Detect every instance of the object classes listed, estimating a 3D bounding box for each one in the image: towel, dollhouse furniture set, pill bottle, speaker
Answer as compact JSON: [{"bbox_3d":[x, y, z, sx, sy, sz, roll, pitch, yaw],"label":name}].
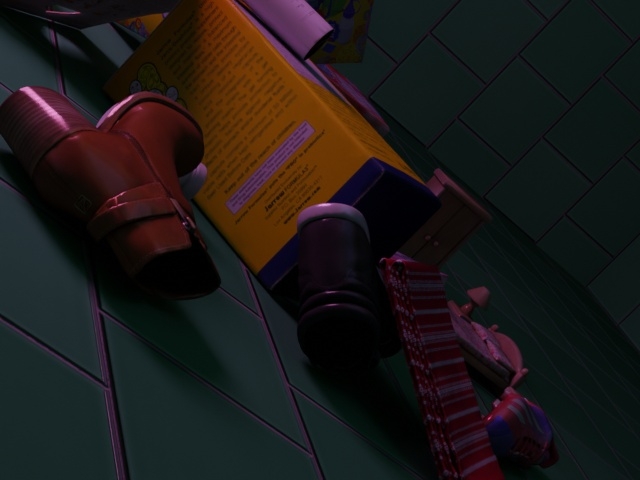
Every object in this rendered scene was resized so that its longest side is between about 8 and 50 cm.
[{"bbox_3d":[0.140,0.152,1.556,0.199,0.031,0.274,12,61,-71],"label":"towel"},{"bbox_3d":[0.196,0.052,2.057,0.303,0.174,0.355,37,13,-31],"label":"dollhouse furniture set"},{"bbox_3d":[-0.181,-0.092,1.517,0.120,0.067,0.067,36,13,-33],"label":"pill bottle"},{"bbox_3d":[-0.048,-0.283,1.714,0.136,0.055,0.055,44,11,3],"label":"speaker"}]

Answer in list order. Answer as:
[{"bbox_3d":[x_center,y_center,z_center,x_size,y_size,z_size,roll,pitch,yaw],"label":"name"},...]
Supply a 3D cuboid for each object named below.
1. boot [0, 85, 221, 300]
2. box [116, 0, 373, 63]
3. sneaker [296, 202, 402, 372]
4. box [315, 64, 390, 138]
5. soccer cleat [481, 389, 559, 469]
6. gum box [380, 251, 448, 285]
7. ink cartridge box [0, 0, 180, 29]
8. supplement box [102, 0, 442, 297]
[{"bbox_3d":[-0.151,-0.042,1.322,0.220,0.109,0.283,47,13,22],"label":"boot"},{"bbox_3d":[-0.118,-0.378,2.060,0.290,0.177,0.279,-7,27,-38],"label":"box"},{"bbox_3d":[0.033,0.097,1.546,0.295,0.105,0.146,65,23,-55],"label":"sneaker"},{"bbox_3d":[-0.043,-0.246,2.392,0.300,0.142,0.154,34,15,-41],"label":"box"},{"bbox_3d":[0.248,0.247,1.774,0.095,0.083,0.248,52,10,16],"label":"soccer cleat"},{"bbox_3d":[0.092,0.047,1.906,0.107,0.062,0.188,27,5,22],"label":"gum box"},{"bbox_3d":[-0.247,-0.325,1.746,0.275,0.239,0.060,-2,85,-75],"label":"ink cartridge box"},{"bbox_3d":[-0.059,-0.114,1.708,0.356,0.195,0.194,50,12,25],"label":"supplement box"}]
